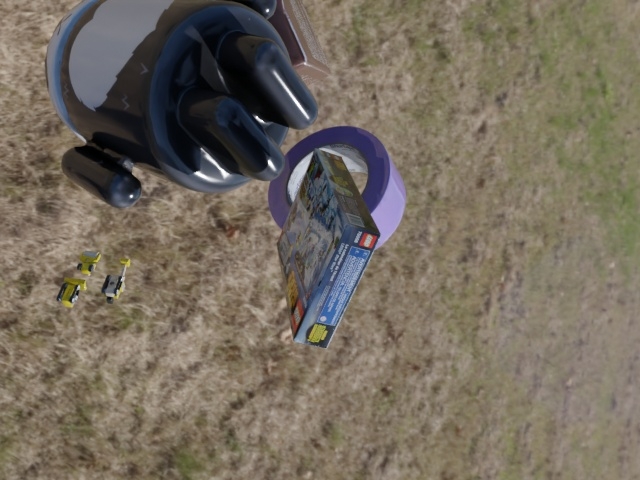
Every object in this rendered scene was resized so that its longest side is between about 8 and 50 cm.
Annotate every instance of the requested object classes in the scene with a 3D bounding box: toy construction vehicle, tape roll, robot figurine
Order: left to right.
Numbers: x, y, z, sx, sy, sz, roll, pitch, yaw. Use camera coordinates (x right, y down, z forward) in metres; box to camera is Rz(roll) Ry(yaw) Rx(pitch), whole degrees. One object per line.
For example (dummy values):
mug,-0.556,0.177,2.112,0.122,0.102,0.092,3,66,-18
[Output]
toy construction vehicle,-0.342,0.063,0.928,0.035,0.086,0.098,95,-1,-49
robot figurine,-0.139,-0.145,0.576,0.209,0.278,0.173,-28,129,-40
tape roll,0.024,-0.068,0.894,0.080,0.189,0.189,46,59,-54

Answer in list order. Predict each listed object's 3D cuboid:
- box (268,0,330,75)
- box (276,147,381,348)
box,-0.092,-0.308,0.886,0.381,0.143,0.191,-71,138,-78
box,0.000,0.000,0.448,0.027,0.137,0.094,16,115,-18
